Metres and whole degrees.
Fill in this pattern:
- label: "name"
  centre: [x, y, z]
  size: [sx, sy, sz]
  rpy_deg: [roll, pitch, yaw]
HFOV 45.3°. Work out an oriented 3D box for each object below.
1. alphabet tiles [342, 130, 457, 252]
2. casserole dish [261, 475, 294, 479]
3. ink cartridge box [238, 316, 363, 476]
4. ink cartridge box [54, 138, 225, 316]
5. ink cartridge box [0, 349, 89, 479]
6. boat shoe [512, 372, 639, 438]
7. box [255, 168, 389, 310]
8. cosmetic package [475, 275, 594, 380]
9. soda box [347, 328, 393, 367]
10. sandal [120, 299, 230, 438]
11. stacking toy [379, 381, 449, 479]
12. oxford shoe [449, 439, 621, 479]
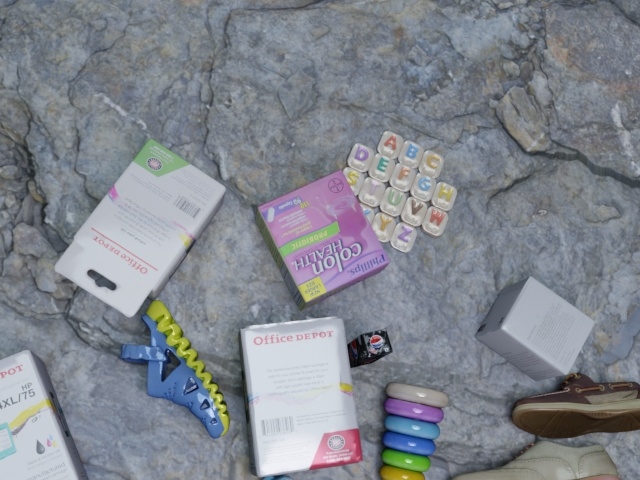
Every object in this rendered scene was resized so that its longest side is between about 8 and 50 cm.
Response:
- label: "alphabet tiles"
  centre: [0.187, -0.122, 1.863]
  size: [0.284, 0.021, 0.278]
  rpy_deg: [25, 71, -3]
- label: "casserole dish"
  centre: [-0.059, 0.569, 1.579]
  size: [0.114, 0.037, 0.188]
  rpy_deg: [-21, 77, -51]
- label: "ink cartridge box"
  centre: [-0.049, 0.332, 1.628]
  size: [0.226, 0.131, 0.306]
  rpy_deg: [-4, 74, -12]
- label: "ink cartridge box"
  centre: [-0.387, -0.015, 1.664]
  size: [0.207, 0.119, 0.353]
  rpy_deg: [33, 70, -1]
- label: "ink cartridge box"
  centre: [-0.594, 0.379, 1.469]
  size: [0.198, 0.197, 0.270]
  rpy_deg: [-22, 79, -17]
- label: "boat shoe"
  centre: [0.598, 0.371, 1.770]
  size: [0.342, 0.123, 0.123]
  rpy_deg: [-2, 45, -7]
- label: "box"
  centre: [0.000, 0.000, 1.732]
  size: [0.213, 0.117, 0.243]
  rpy_deg: [-25, 81, -13]
- label: "cosmetic package"
  centre: [0.490, 0.205, 1.762]
  size: [0.184, 0.151, 0.151]
  rpy_deg: [36, 71, -1]
- label: "soda box"
  centre: [0.102, 0.236, 1.665]
  size: [0.060, 0.169, 0.053]
  rpy_deg: [-11, 75, -14]
- label: "sandal"
  centre: [-0.305, 0.286, 1.603]
  size: [0.138, 0.126, 0.317]
  rpy_deg: [-34, 75, -15]
- label: "stacking toy"
  centre: [0.180, 0.479, 1.646]
  size: [0.141, 0.141, 0.330]
  rpy_deg: [14, 79, -7]
- label: "oxford shoe"
  centre: [0.462, 0.528, 1.699]
  size: [0.397, 0.140, 0.146]
  rpy_deg: [0, 43, -7]
